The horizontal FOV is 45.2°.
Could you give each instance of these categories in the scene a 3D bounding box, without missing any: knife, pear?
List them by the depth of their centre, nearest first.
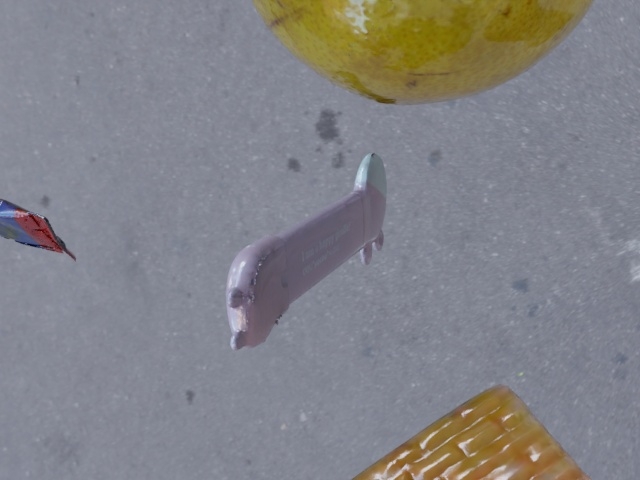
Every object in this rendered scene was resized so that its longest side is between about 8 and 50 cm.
[{"bbox_3d":[0.046,-0.178,0.430,0.209,0.209,0.209,2,95,30],"label":"pear"},{"bbox_3d":[-0.001,0.000,0.798,0.038,0.398,0.132,2,106,22],"label":"knife"}]

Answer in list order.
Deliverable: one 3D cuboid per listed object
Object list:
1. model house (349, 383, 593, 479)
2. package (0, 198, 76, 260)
[{"bbox_3d":[0.095,0.224,0.427,0.202,0.237,0.237,-34,76,-7],"label":"model house"},{"bbox_3d":[-0.331,-0.030,0.732,0.200,0.083,0.022,18,68,12],"label":"package"}]
